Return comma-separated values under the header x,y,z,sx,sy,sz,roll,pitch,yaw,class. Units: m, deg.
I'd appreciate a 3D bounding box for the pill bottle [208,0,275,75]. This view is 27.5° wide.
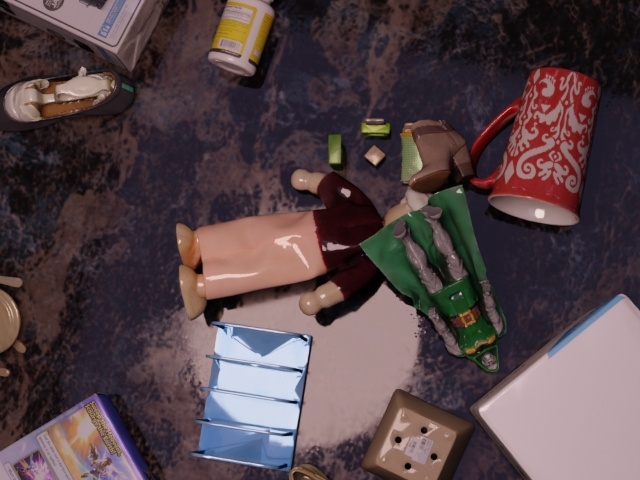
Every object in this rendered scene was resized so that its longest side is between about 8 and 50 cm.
x,y,z,sx,sy,sz,roll,pitch,yaw,class
-0.095,-0.273,1.660,0.065,0.065,0.116,19,85,8,pill bottle

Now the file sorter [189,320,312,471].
x,y,z,sx,sy,sz,roll,pitch,yaw,class
-0.086,0.187,1.577,0.118,0.104,0.170,8,84,7,file sorter

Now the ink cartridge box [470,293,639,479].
x,y,z,sx,sy,sz,roll,pitch,yaw,class
0.304,0.202,1.453,0.198,0.270,0.197,-39,82,0,ink cartridge box

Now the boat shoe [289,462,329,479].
x,y,z,sx,sy,sz,roll,pitch,yaw,class
0.023,0.327,1.575,0.153,0.048,0.056,43,88,9,boat shoe

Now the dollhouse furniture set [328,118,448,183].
x,y,z,sx,sy,sz,roll,pitch,yaw,class
0.088,-0.112,1.623,0.152,0.058,0.076,1,83,6,dollhouse furniture set

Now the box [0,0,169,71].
x,y,z,sx,sy,sz,roll,pitch,yaw,class
-0.340,-0.357,1.684,0.290,0.087,0.169,27,86,9,box

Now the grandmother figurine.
x,y,z,sx,sy,sz,roll,pitch,yaw,class
0.000,0.000,1.600,0.342,0.104,0.207,-8,67,2,grandmother figurine

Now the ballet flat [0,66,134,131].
x,y,z,sx,sy,sz,roll,pitch,yaw,class
-0.341,-0.185,1.670,0.203,0.074,0.074,-7,82,5,ballet flat

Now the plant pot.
x,y,z,sx,sy,sz,roll,pitch,yaw,class
0.114,0.245,1.554,0.109,0.096,0.109,24,85,9,plant pot

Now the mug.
x,y,z,sx,sy,sz,roll,pitch,yaw,class
0.260,-0.120,1.584,0.150,0.113,0.169,15,81,6,mug

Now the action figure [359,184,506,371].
x,y,z,sx,sy,sz,roll,pitch,yaw,class
0.160,0.065,1.549,0.137,0.063,0.232,-29,115,4,action figure

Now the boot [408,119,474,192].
x,y,z,sx,sy,sz,roll,pitch,yaw,class
0.133,-0.106,1.583,0.042,0.118,0.087,-47,63,41,boot

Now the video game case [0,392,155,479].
x,y,z,sx,sy,sz,roll,pitch,yaw,class
-0.305,0.363,1.596,0.244,0.061,0.269,-31,81,2,video game case

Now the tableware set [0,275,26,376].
x,y,z,sx,sy,sz,roll,pitch,yaw,class
-0.465,0.090,1.662,0.194,0.039,0.128,11,95,13,tableware set
